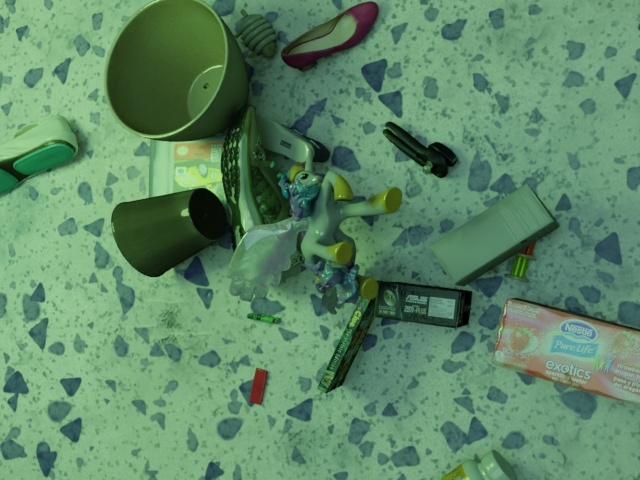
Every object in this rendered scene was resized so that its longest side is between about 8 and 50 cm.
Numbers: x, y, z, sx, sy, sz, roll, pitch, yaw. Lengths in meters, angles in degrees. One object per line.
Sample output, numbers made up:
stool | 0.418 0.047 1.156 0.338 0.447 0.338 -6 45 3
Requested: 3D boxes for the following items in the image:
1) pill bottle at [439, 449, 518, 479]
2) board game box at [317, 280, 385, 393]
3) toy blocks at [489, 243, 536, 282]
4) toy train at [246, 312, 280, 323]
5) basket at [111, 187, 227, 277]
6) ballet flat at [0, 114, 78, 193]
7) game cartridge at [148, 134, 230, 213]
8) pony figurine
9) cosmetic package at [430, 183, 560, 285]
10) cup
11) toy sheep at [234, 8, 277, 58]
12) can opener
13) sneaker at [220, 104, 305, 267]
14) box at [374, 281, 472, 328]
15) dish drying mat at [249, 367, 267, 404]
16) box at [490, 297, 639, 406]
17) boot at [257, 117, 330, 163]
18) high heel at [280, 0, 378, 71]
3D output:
pill bottle | 0.307 0.536 1.755 0.208 0.117 0.117 -41 75 13
board game box | 0.074 0.210 1.845 0.030 0.136 0.259 26 96 13
toy blocks | 0.406 0.004 1.785 0.123 0.054 0.148 16 92 20
toy train | -0.136 0.184 1.978 0.083 0.024 0.017 8 89 20
basket | -0.345 -0.032 1.955 0.227 0.154 0.204 -19 114 33
ballet flat | -0.814 -0.218 2.195 0.400 0.139 0.139 -21 80 13
game cartridge | -0.285 -0.156 2.036 0.294 0.060 0.196 -1 91 19
pony figurine | 0.000 0.000 1.746 0.363 0.303 0.351 28 107 59
cosmetic package | 0.355 -0.007 1.708 0.238 0.127 0.107 -37 74 16
cup | -0.296 -0.365 1.941 0.331 0.237 0.331 -5 78 25
toy sheep | -0.152 -0.492 1.991 0.091 0.091 0.132 -37 95 14
can opener | 0.214 -0.203 1.870 0.186 0.073 0.059 34 137 21
sneaker | -0.119 -0.108 1.919 0.182 0.158 0.410 -9 100 -22
box | 0.222 0.135 1.792 0.180 0.147 0.077 6 89 20
dish drying mat | -0.147 0.346 1.981 0.032 0.008 0.083 11 92 20
box | 0.512 0.219 1.684 0.300 0.154 0.142 14 92 20
boot | -0.070 -0.228 1.954 0.190 0.086 0.069 36 111 31
high heel | 0.020 -0.477 1.912 0.244 0.117 0.082 -29 78 16
